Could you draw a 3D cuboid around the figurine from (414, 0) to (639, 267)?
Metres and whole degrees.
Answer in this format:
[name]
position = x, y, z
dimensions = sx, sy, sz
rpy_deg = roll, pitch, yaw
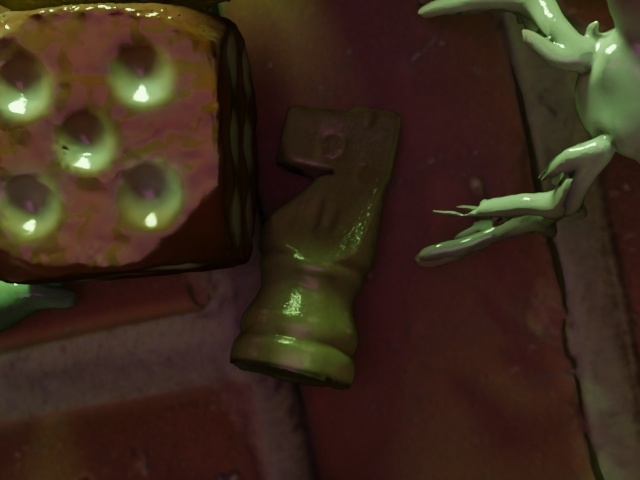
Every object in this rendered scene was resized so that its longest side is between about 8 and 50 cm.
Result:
[figurine]
position = 0.215, -0.076, 0.904
dimensions = 0.316, 0.284, 0.206
rpy_deg = 6, 87, -22

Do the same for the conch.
[conch]
position = -0.267, 0.039, 1.027
dimensions = 0.180, 0.088, 0.065
rpy_deg = -7, 131, -2

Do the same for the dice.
[dice]
position = -0.135, -0.062, 0.954
dimensions = 0.179, 0.174, 0.174
rpy_deg = -6, 86, 4

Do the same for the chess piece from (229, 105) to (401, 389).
[chess piece]
position = 0.000, 0.000, 0.994
dimensions = 0.090, 0.090, 0.200
rpy_deg = 12, 79, 6

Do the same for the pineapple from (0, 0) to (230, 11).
[pineapple]
position = -0.103, -0.241, 0.975
dimensions = 0.250, 0.140, 0.164
rpy_deg = -28, 60, 33
